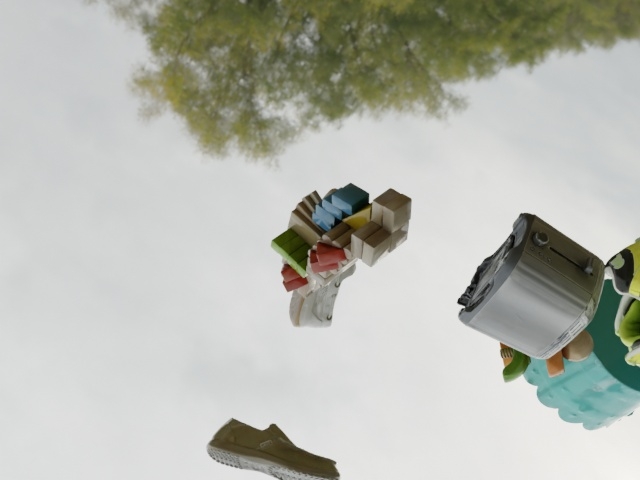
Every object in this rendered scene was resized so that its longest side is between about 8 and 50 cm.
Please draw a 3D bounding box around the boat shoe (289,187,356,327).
[{"bbox_3d":[0.020,0.037,1.480,0.096,0.277,0.098,10,-158,-18],"label":"boat shoe"}]

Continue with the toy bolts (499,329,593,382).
[{"bbox_3d":[0.397,0.134,1.446,0.218,0.159,0.228,32,-131,-72],"label":"toy bolts"}]

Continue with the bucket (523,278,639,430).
[{"bbox_3d":[0.558,0.220,1.583,0.281,0.183,0.281,13,-124,-20],"label":"bucket"}]

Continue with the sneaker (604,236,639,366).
[{"bbox_3d":[0.444,0.119,0.987,0.145,0.147,0.384,-90,-21,-53],"label":"sneaker"}]

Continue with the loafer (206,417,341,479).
[{"bbox_3d":[-0.085,0.410,1.554,0.269,0.102,0.092,15,-123,3],"label":"loafer"}]

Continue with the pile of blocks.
[{"bbox_3d":[0.000,0.000,1.264,0.113,0.362,0.149,-35,-89,-32],"label":"pile of blocks"}]

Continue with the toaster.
[{"bbox_3d":[0.298,0.076,1.135,0.146,0.227,0.129,29,-129,2],"label":"toaster"}]
